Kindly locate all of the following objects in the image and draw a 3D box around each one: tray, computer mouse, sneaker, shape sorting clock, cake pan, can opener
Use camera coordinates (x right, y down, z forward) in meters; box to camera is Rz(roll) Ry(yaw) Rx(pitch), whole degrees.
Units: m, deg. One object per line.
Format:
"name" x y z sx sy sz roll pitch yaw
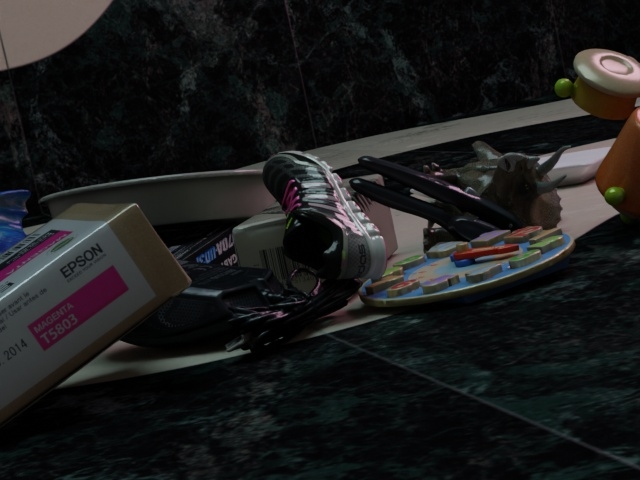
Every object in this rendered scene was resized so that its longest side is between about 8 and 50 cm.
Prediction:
"tray" 0.269 -0.086 2.155 0.270 0.030 0.145 -8 8 34
"computer mouse" -0.114 0.067 1.478 0.272 0.072 0.188 6 15 31
"sneaker" -0.012 -0.022 1.470 0.075 0.063 0.170 -12 49 -38
"shape sorting clock" 0.134 0.022 1.483 0.206 0.040 0.206 -12 7 1
"cake pan" -0.182 -0.038 1.876 0.293 0.054 0.293 -7 -2 0
"can opener" 0.120 -0.039 1.626 0.186 0.059 0.073 27 -12 6

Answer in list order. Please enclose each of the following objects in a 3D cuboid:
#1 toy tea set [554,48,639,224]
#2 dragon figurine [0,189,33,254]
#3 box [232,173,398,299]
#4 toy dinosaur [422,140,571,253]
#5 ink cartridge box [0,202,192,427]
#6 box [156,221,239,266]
"toy tea set" 0.409 -0.093 1.670 0.336 0.124 0.200 4 37 -16
"dragon figurine" -0.302 0.007 1.560 0.144 0.085 0.289 37 29 18
"box" 0.000 0.000 1.669 0.113 0.094 0.275 -10 8 12
"toy dinosaur" 0.197 -0.048 1.767 0.160 0.121 0.313 1 5 10
"ink cartridge box" -0.247 0.065 1.324 0.235 0.088 0.193 -37 14 -19
"box" -0.205 0.044 1.759 0.175 0.051 0.220 -8 15 27
